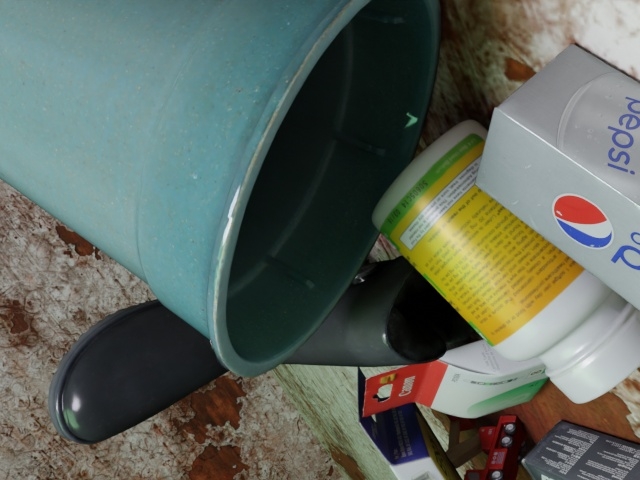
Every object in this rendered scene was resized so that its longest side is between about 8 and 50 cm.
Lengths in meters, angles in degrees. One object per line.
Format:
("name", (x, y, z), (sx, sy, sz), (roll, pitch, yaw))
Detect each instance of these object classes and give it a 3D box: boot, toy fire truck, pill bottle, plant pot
("boot", (-0.069, 0.129, 0.769), (0.445, 0.367, 0.146), (-5, 113, 40))
("toy fire truck", (0.243, 0.319, 0.978), (0.135, 0.192, 0.047), (-16, 115, 39))
("pill bottle", (0.176, 0.021, 0.574), (0.246, 0.136, 0.136), (47, 161, 11))
("plant pot", (-0.119, -0.109, 0.566), (0.334, 0.341, 0.341), (25, 153, 19))

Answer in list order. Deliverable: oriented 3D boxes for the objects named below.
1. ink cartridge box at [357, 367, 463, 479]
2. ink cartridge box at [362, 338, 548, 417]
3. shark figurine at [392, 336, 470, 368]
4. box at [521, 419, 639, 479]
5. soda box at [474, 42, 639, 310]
("ink cartridge box", (0.163, 0.344, 0.969), (0.307, 0.072, 0.303), (60, -176, -1))
("ink cartridge box", (0.166, 0.179, 0.768), (0.181, 0.224, 0.056), (86, 164, -60))
("shark figurine", (0.165, 0.123, 0.906), (0.278, 0.166, 0.116), (58, -165, -79))
("box", (0.449, 0.382, 0.690), (0.318, 0.097, 0.395), (58, 161, -11))
("soda box", (0.247, -0.008, 0.429), (0.286, 0.091, 0.098), (42, 161, 24))
